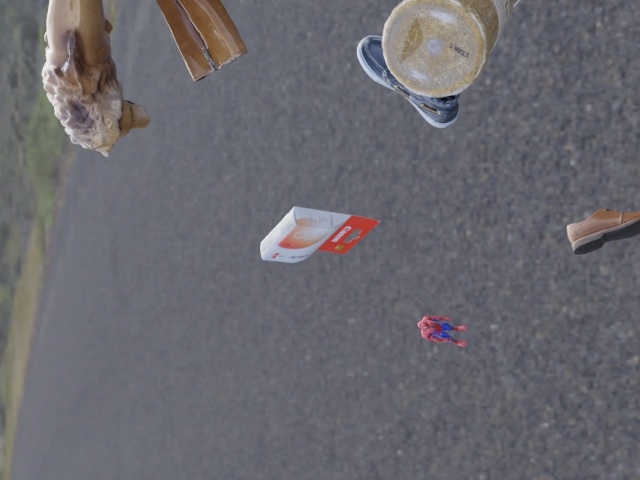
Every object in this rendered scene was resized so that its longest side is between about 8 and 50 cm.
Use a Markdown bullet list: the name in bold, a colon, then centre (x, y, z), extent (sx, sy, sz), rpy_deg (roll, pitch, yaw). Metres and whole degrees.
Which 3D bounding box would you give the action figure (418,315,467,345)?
- **action figure**: centre (0.178, 0.131, 1.601), extent (0.030, 0.115, 0.038), rpy_deg (-5, 75, 42)

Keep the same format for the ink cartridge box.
- **ink cartridge box**: centre (0.000, 0.000, 1.987), extent (0.145, 0.179, 0.045), rpy_deg (-44, 43, 50)

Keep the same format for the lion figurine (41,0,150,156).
- **lion figurine**: centre (-0.339, -0.331, 1.537), extent (0.240, 0.142, 0.392), rpy_deg (-112, 14, -55)

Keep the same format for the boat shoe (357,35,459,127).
- **boat shoe**: centre (0.128, -0.241, 1.546), extent (0.183, 0.065, 0.083), rpy_deg (42, 168, 12)

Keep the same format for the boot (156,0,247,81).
- **boot**: centre (-0.177, -0.356, 1.392), extent (0.264, 0.096, 0.280), rpy_deg (-23, 94, 59)

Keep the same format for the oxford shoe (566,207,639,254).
- **oxford shoe**: centre (0.622, -0.041, 2.300), extent (0.076, 0.212, 0.076), rpy_deg (75, 178, -62)

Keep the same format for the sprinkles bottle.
- **sprinkles bottle**: centre (0.173, -0.288, 1.318), extent (0.355, 0.121, 0.121), rpy_deg (-58, -19, -56)
